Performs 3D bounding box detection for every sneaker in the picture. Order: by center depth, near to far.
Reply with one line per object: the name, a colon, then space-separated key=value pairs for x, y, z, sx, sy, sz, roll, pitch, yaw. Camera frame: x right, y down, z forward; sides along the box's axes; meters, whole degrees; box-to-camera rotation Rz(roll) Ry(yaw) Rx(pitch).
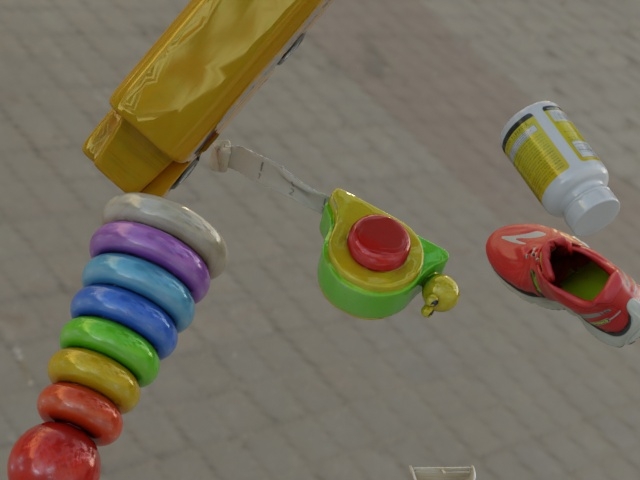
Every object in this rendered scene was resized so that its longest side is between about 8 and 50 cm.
sneaker: x=0.301 y=0.028 z=1.926 sx=0.279 sy=0.107 sz=0.118 roll=29 pitch=-11 yaw=50

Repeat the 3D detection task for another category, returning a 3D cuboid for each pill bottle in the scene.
pill bottle: x=0.212 y=-0.061 z=1.353 sx=0.065 sy=0.065 sz=0.116 roll=1 pitch=46 yaw=-40

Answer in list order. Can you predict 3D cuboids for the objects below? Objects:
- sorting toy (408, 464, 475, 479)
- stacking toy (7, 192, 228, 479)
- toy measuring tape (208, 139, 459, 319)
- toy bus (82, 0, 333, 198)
sorting toy: x=0.156 y=0.314 z=1.926 sx=0.083 sy=0.044 sz=0.075 roll=1 pitch=16 yaw=-6
stacking toy: x=-0.216 y=0.120 z=1.543 sx=0.141 sy=0.141 sz=0.330 roll=26 pitch=65 yaw=-4
toy measuring tape: x=0.000 y=0.000 z=1.706 sx=0.330 sy=0.121 sz=0.121 roll=28 pitch=28 yaw=10
toy bus: x=-0.114 y=-0.187 z=1.621 sx=0.108 sy=0.332 sz=0.130 roll=41 pitch=7 yaw=-1
